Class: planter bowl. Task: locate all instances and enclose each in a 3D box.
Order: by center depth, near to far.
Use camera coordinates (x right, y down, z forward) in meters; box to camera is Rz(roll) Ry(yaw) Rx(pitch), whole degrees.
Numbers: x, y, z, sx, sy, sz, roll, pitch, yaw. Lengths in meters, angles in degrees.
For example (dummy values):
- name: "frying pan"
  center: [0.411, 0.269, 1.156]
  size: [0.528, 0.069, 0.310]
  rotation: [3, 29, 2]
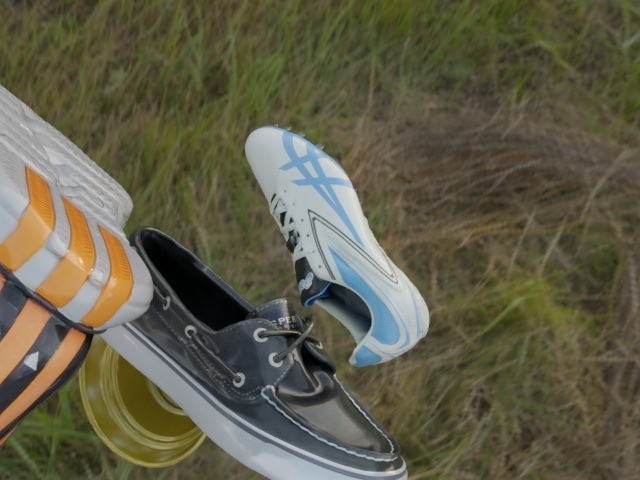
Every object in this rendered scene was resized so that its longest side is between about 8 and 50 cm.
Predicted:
- name: "planter bowl"
  center: [-0.198, 0.176, 1.689]
  size: [0.090, 0.217, 0.217]
  rotation: [-4, 60, -60]

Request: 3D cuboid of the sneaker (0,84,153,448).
- name: "sneaker"
  center: [-0.188, 0.023, 0.649]
  size: [0.124, 0.321, 0.180]
  rotation: [40, 94, -17]

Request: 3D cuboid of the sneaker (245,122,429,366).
- name: "sneaker"
  center: [0.000, 0.000, 1.118]
  size: [0.086, 0.085, 0.237]
  rotation: [-27, 73, -27]

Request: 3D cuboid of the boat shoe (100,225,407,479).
- name: "boat shoe"
  center: [-0.037, 0.062, 0.735]
  size: [0.228, 0.076, 0.080]
  rotation: [34, 23, 34]
